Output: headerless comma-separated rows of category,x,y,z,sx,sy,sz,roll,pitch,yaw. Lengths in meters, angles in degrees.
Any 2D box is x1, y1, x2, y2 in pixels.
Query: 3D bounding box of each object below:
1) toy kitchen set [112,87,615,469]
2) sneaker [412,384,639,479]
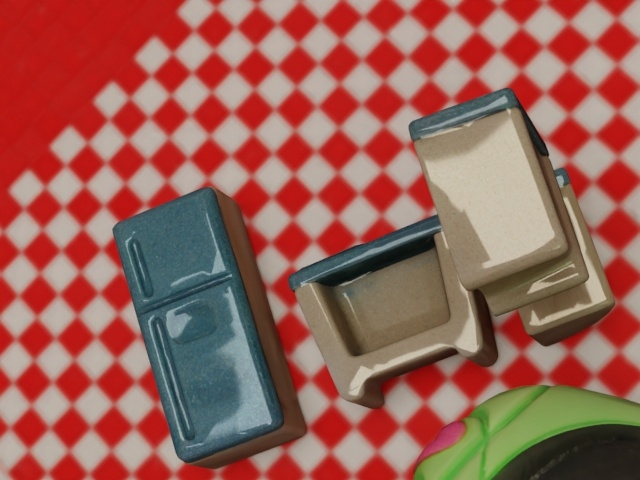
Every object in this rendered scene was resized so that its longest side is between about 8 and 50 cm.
toy kitchen set,0.000,0.000,0.681,0.207,0.166,0.122,-22,73,12
sneaker,0.074,0.295,0.585,0.202,0.185,0.482,13,83,24
